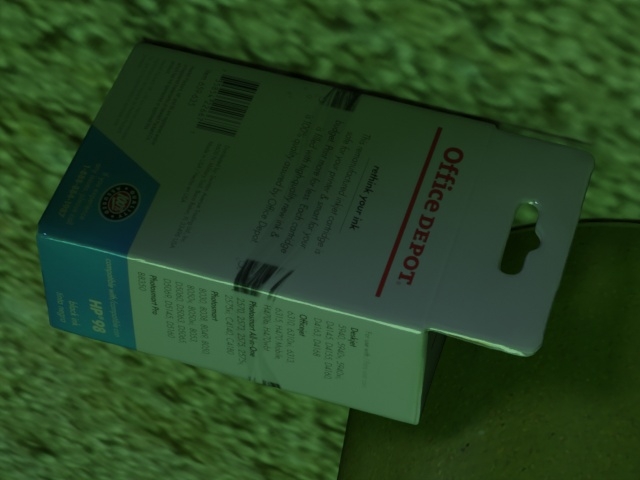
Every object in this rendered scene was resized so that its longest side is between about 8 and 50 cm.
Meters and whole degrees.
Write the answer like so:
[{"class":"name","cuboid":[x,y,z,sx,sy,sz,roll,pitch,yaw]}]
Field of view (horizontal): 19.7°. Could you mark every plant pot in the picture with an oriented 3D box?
[{"class":"plant pot","cuboid":[0.106,0.192,0.696,0.275,0.293,0.274,13,141,11]}]

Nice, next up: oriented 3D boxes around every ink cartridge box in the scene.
[{"class":"ink cartridge box","cuboid":[0.000,0.000,0.674,0.180,0.104,0.060,15,141,10]}]
